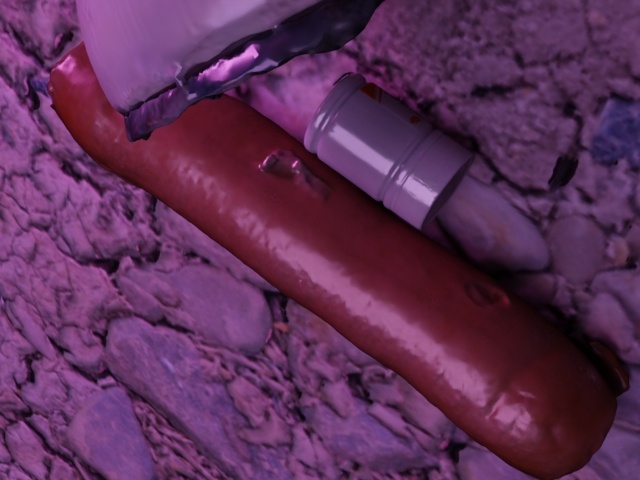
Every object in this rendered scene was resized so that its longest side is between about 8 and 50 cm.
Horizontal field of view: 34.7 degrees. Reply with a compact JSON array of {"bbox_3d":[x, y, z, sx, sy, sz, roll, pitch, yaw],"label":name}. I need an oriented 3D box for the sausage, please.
[{"bbox_3d":[0.000,0.000,0.649,0.419,0.094,0.094,36,118,12],"label":"sausage"}]

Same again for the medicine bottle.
[{"bbox_3d":[0.040,-0.053,0.608,0.089,0.057,0.057,36,133,12],"label":"medicine bottle"}]

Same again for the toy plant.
[{"bbox_3d":[-0.062,-0.239,0.458,0.247,0.247,0.332,-19,102,41],"label":"toy plant"}]
